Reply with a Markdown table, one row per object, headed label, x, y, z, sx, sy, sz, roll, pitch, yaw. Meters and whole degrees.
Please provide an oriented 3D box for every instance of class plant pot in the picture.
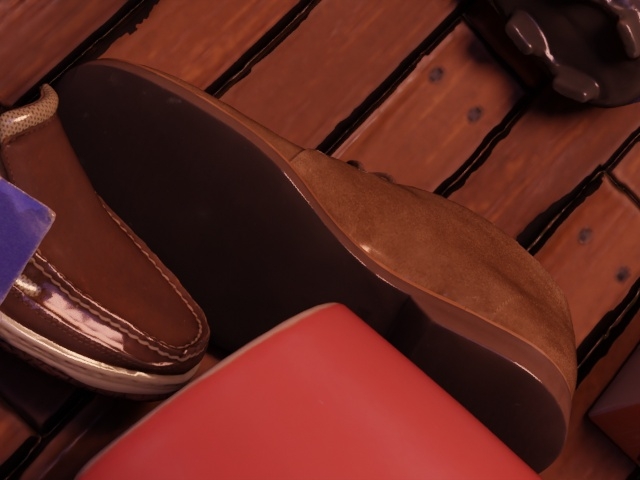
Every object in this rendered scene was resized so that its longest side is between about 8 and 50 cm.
| label | x | y | z | sx | sy | sz | roll | pitch | yaw |
| --- | --- | --- | --- | --- | --- | --- | --- | --- | --- |
| plant pot | 0.007 | 0.179 | 0.693 | 0.275 | 0.275 | 0.243 | -35 | 80 | -24 |

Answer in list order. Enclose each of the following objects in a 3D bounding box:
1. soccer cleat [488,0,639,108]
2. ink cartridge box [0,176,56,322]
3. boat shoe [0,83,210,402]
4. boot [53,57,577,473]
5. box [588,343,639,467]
| label | x | y | z | sx | sy | sz | roll | pitch | yaw |
| --- | --- | --- | --- | --- | --- | --- | --- | --- | --- |
| soccer cleat | 0.107 | -0.200 | 0.920 | 0.289 | 0.093 | 0.121 | 54 | 35 | 4 |
| ink cartridge box | -0.263 | 0.027 | 0.684 | 0.223 | 0.045 | 0.224 | 32 | 94 | -10 |
| boat shoe | -0.149 | -0.026 | 0.745 | 0.257 | 0.095 | 0.095 | 36 | 30 | -9 |
| boot | 0.000 | 0.000 | 0.828 | 0.305 | 0.112 | 0.115 | 35 | 37 | -4 |
| box | 0.254 | 0.110 | 0.857 | 0.170 | 0.130 | 0.091 | 44 | 66 | -5 |
